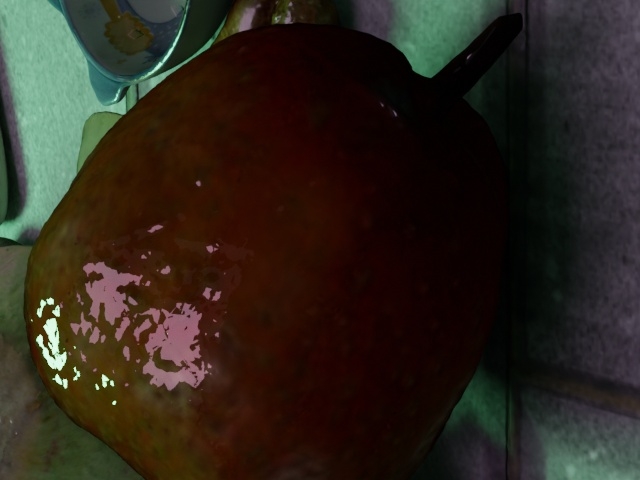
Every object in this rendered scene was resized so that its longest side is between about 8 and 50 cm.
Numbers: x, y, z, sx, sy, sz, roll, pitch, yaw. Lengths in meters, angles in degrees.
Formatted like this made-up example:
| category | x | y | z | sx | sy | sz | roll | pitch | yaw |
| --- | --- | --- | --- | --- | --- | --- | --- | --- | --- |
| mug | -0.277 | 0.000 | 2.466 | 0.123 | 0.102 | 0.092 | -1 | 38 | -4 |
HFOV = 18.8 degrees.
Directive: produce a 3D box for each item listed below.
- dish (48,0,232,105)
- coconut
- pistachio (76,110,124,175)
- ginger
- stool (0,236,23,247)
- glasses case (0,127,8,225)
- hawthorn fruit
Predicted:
| category | x | y | z | sx | sy | sz | roll | pitch | yaw |
| --- | --- | --- | --- | --- | --- | --- | --- | --- | --- |
| dish | -0.120 | -0.230 | 1.430 | 0.228 | 0.086 | 0.236 | 58 | 138 | 28 |
| coconut | -0.222 | 0.126 | 1.425 | 0.259 | 0.259 | 0.259 | 15 | 110 | 50 |
| pistachio | -0.108 | -0.027 | 1.425 | 0.223 | 0.126 | 0.152 | 37 | 143 | 55 |
| ginger | -0.035 | -0.124 | 1.353 | 0.103 | 0.073 | 0.162 | 48 | 131 | 34 |
| stool | -0.328 | 0.195 | 1.681 | 0.310 | 0.226 | 0.310 | 50 | 135 | 34 |
| glasses case | -0.325 | -0.106 | 1.750 | 0.081 | 0.051 | 0.204 | -17 | 84 | 54 |
| hawthorn fruit | 0.000 | 0.000 | 1.179 | 0.369 | 0.285 | 0.284 | -46 | 58 | 16 |
